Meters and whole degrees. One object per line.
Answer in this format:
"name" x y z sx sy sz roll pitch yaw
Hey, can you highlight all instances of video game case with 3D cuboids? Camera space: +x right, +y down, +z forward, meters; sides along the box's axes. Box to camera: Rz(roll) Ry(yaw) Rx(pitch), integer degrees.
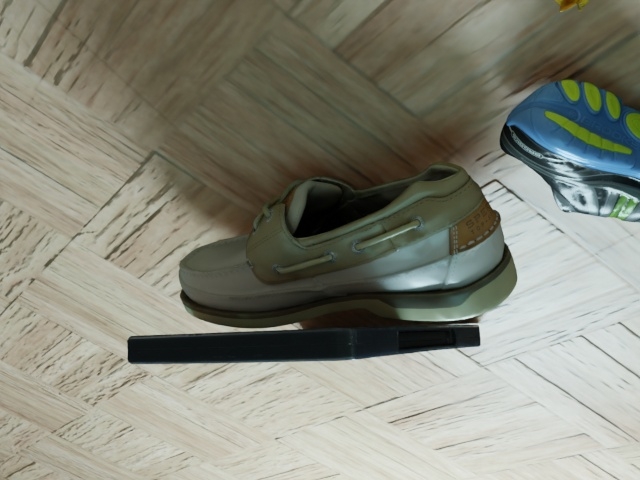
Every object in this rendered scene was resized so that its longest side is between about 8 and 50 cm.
"video game case" 0.002 0.087 0.663 0.196 0.026 0.274 -6 173 28

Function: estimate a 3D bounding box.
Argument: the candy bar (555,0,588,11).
"candy bar" 0.086 -0.175 0.415 0.161 0.018 0.040 28 143 -14

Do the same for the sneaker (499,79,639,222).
"sneaker" 0.202 -0.044 0.514 0.188 0.067 0.078 26 164 -14

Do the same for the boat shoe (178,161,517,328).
"boat shoe" 0.000 0.000 0.618 0.302 0.113 0.103 -7 117 31
